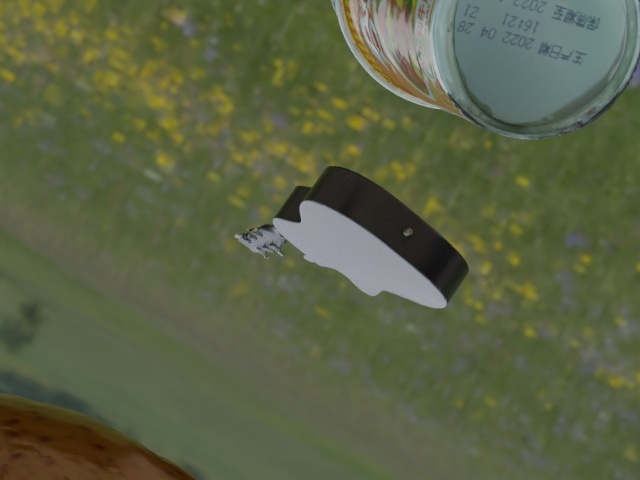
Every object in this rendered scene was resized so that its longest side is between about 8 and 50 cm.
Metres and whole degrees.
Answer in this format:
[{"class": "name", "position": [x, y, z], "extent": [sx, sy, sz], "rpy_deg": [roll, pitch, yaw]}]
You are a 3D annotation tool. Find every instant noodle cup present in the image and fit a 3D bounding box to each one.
[{"class": "instant noodle cup", "position": [0.099, -0.133, 1.039], "extent": [0.168, 0.168, 0.185], "rpy_deg": [30, -171, -15]}]

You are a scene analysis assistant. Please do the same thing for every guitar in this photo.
[{"class": "guitar", "position": [0.000, 0.000, 0.973], "extent": [0.088, 0.025, 0.233], "rpy_deg": [38, 165, -17]}]

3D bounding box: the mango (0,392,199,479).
[{"class": "mango", "position": [-0.118, 0.129, 0.478], "extent": [0.290, 0.191, 0.160], "rpy_deg": [1, 142, 40]}]
